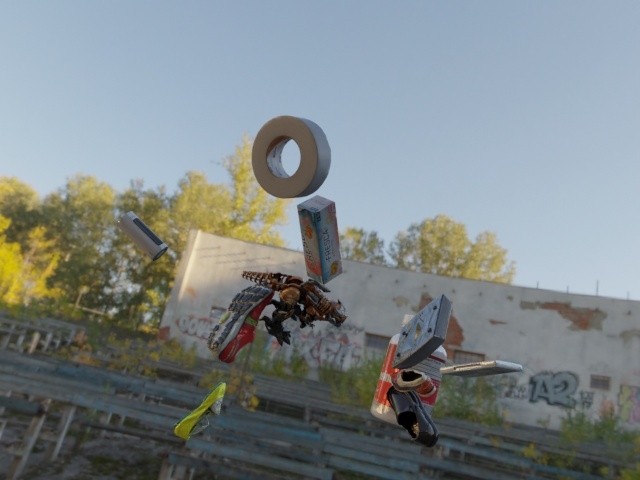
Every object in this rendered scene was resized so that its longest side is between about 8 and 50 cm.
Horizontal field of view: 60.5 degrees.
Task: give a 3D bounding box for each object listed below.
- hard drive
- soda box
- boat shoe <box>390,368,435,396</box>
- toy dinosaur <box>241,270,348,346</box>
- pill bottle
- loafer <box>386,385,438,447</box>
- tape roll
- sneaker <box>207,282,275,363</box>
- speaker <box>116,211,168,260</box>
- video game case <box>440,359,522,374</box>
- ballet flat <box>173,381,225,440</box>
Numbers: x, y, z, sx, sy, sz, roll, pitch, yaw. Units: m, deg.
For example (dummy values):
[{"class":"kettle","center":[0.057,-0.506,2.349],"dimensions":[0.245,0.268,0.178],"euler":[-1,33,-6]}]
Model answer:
[{"class":"hard drive","center":[0.307,0.286,1.660],"dimensions":[0.054,0.172,0.255],"euler":[28,-40,-5]},{"class":"soda box","center":[0.000,0.000,1.178],"dimensions":[0.058,0.063,0.183],"euler":[24,-48,42]},{"class":"boat shoe","center":[0.184,0.287,1.135],"dimensions":[0.043,0.049,0.137],"euler":[52,-20,-13]},{"class":"toy dinosaur","center":[-0.079,0.175,1.659],"dimensions":[0.322,0.164,0.218],"euler":[41,-51,15]},{"class":"pill bottle","center":[0.354,0.506,2.125],"dimensions":[0.228,0.408,0.229],"euler":[17,-12,4]},{"class":"loafer","center":[0.246,0.479,1.540],"dimensions":[0.078,0.080,0.220],"euler":[22,14,-35]},{"class":"tape roll","center":[-0.081,-0.223,1.483],"dimensions":[0.219,0.220,0.072],"euler":[1,6,31]},{"class":"sneaker","center":[-0.227,0.246,1.654],"dimensions":[0.107,0.279,0.118],"euler":[11,-38,45]},{"class":"speaker","center":[-0.465,-0.011,1.432],"dimensions":[0.136,0.055,0.055],"euler":[44,-22,2]},{"class":"video game case","center":[0.390,0.312,1.329],"dimensions":[0.143,0.019,0.157],"euler":[-19,-26,36]},{"class":"ballet flat","center":[-0.391,0.587,1.870],"dimensions":[0.077,0.231,0.077],"euler":[37,-33,21]}]
